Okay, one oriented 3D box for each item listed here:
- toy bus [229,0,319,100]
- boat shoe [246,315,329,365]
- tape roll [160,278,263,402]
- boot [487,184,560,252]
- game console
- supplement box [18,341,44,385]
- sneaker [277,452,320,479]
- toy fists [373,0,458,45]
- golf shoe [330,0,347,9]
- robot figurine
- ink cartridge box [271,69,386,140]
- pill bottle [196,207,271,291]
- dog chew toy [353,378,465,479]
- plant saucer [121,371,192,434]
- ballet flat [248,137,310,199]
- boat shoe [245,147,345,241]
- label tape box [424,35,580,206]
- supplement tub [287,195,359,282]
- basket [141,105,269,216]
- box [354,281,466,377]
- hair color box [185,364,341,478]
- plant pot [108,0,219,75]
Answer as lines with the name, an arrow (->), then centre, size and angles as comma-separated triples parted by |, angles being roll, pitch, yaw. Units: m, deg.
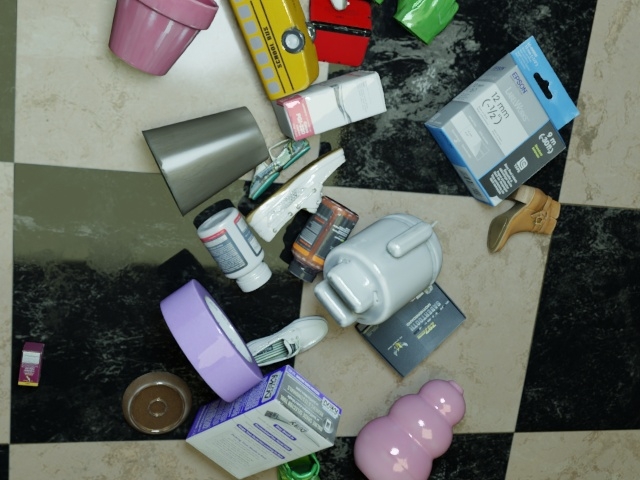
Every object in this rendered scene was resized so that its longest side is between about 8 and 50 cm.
toy bus -> -0.103, -0.481, 1.488 | 0.130, 0.108, 0.332 | -14, 110, 22
boat shoe -> -0.078, 0.258, 1.720 | 0.226, 0.076, 0.083 | -24, 109, -7
tape roll -> -0.241, 0.222, 1.562 | 0.090, 0.275, 0.275 | -36, 110, -3
boot -> 0.528, -0.039, 1.805 | 0.152, 0.073, 0.197 | 21, 101, -23
game console -> 0.036, -0.478, 1.592 | 0.144, 0.085, 0.124 | 4, 72, -16
supplement box -> -0.655, 0.280, 1.587 | 0.043, 0.055, 0.083 | 9, 101, -16
sneaker -> -0.057, 0.592, 1.786 | 0.109, 0.123, 0.295 | -18, 109, -10
toy fists -> 0.189, -0.572, 1.566 | 0.279, 0.096, 0.142 | 33, 104, -21
golf shoe -> 0.001, -0.586, 1.529 | 0.086, 0.067, 0.186 | -23, 98, 0
robot figurine -> 0.148, 0.061, 1.625 | 0.353, 0.300, 0.200 | -31, 80, -40
ink cartridge box -> 0.016, -0.303, 1.554 | 0.218, 0.158, 0.092 | -21, 109, -8
pill bottle -> -0.194, 0.025, 1.613 | 0.108, 0.108, 0.180 | -33, 110, -5
dog chew toy -> 0.243, 0.494, 1.808 | 0.332, 0.206, 0.206 | -45, 110, -9
plant saucer -> -0.395, 0.401, 1.700 | 0.168, 0.029, 0.168 | -4, 104, -14
ballet flat -> -0.108, -0.176, 1.615 | 0.188, 0.070, 0.070 | -42, 110, -3
boat shoe -> -0.041, -0.103, 1.615 | 0.277, 0.098, 0.096 | -39, 99, -2
label tape box -> 0.466, -0.290, 1.700 | 0.348, 0.115, 0.249 | -39, 110, 0
supplement tub -> 0.000, 0.000, 1.658 | 0.106, 0.106, 0.198 | 30, 95, -20
basket -> -0.241, -0.191, 1.526 | 0.227, 0.154, 0.204 | -27, 111, -10
box -> 0.232, 0.211, 1.797 | 0.233, 0.059, 0.183 | -42, 111, 0
hair color box -> -0.136, 0.433, 1.642 | 0.339, 0.110, 0.185 | -31, 116, 37
plant pot -> -0.334, -0.445, 1.421 | 0.201, 0.201, 0.180 | 25, 112, -19
